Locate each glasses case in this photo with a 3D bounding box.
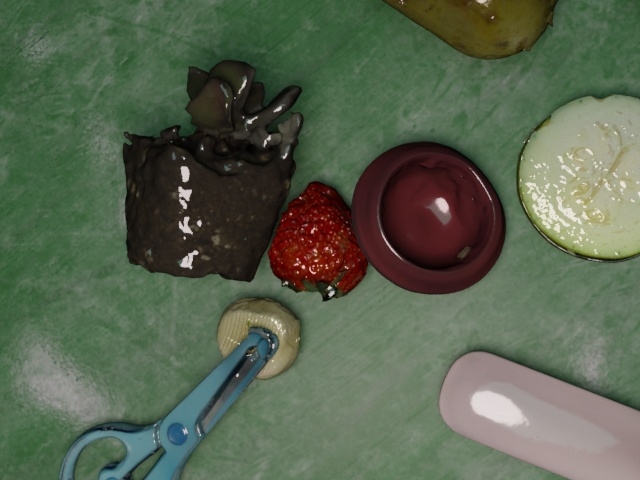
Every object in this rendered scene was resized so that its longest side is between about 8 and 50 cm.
[{"bbox_3d":[0.294,0.232,1.164,0.297,0.075,0.113,21,88,8],"label":"glasses case"}]

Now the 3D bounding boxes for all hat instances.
[{"bbox_3d":[0.136,-0.027,1.194,0.206,0.089,0.205,2,81,-11],"label":"hat"}]

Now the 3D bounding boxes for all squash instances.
[{"bbox_3d":[0.364,-0.080,1.202,0.219,0.041,0.219,0,90,10],"label":"squash"}]

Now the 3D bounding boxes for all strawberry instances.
[{"bbox_3d":[0.005,0.003,1.201,0.131,0.131,0.148,20,87,9],"label":"strawberry"}]

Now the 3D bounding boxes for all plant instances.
[{"bbox_3d":[-0.144,-0.088,1.176,0.189,0.199,0.275,12,91,-33],"label":"plant"}]

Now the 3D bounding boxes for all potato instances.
[{"bbox_3d":[0.169,-0.363,1.180,0.308,0.173,0.210,28,92,6],"label":"potato"}]

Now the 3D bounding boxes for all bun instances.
[{"bbox_3d":[-0.078,0.126,1.227,0.115,0.069,0.115,4,101,21],"label":"bun"}]

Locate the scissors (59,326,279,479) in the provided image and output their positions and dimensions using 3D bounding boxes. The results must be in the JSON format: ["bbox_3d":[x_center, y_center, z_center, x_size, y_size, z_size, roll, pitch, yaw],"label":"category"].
[{"bbox_3d":[-0.193,0.252,1.221,0.180,0.032,0.393,45,104,9],"label":"scissors"}]
